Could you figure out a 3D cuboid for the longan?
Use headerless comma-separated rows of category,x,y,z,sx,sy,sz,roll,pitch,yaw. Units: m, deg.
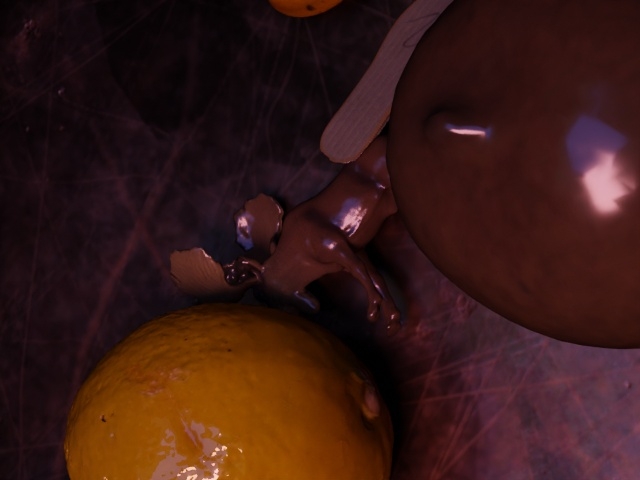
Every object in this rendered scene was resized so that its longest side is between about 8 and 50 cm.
longan,0.193,-0.069,1.252,0.297,0.297,0.297,-2,86,28

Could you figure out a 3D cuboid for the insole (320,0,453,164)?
insole,0.063,-0.137,1.442,0.064,0.004,0.188,34,85,38

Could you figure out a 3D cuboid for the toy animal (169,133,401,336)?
toy animal,0.000,0.000,1.461,0.186,0.094,0.214,41,94,25

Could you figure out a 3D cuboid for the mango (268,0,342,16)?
mango,-0.001,-0.228,1.486,0.114,0.057,0.079,-42,76,23

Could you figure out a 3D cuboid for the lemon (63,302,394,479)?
lemon,-0.056,0.157,1.396,0.219,0.240,0.240,-30,73,14
